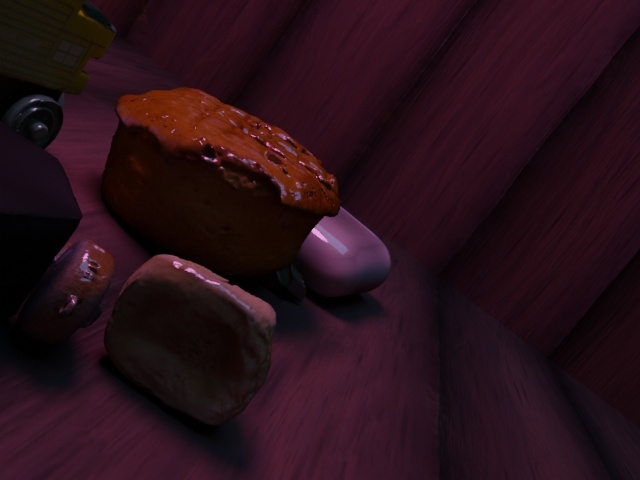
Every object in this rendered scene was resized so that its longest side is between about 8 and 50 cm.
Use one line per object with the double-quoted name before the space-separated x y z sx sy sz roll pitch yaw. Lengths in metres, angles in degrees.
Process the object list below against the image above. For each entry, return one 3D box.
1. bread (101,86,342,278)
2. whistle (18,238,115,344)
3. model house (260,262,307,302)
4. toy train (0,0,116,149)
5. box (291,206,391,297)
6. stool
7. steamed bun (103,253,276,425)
"bread" -0.164 -0.104 1.162 0.398 0.215 0.398 27 16 -9
"whistle" -0.255 0.042 0.712 0.057 0.107 0.220 40 -6 -25
"model house" -0.066 0.074 1.259 0.083 0.057 0.058 53 21 -53
"toy train" -0.452 -0.266 0.897 0.179 0.272 0.442 36 11 13
"box" -0.001 0.001 1.499 0.289 0.141 0.349 39 12 16
"stool" -0.344 -0.037 0.627 0.232 0.141 0.232 36 11 -8
"steamed bun" -0.129 0.093 0.768 0.172 0.140 0.155 32 7 -3
